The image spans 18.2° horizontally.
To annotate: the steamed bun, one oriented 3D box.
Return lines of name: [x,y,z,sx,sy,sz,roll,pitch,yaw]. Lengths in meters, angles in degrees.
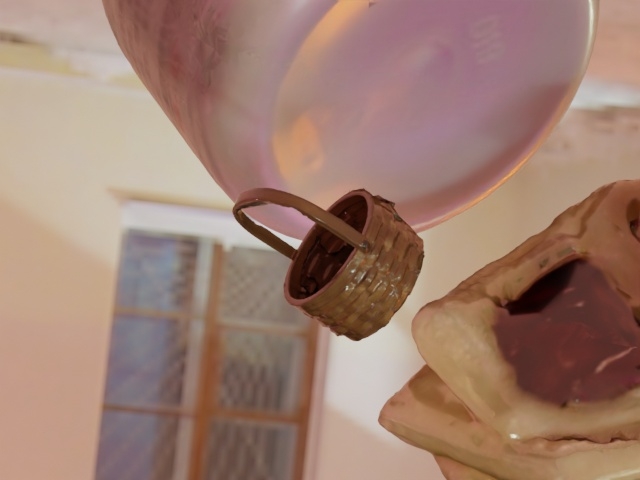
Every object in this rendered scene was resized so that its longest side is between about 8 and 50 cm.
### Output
steamed bun: [0.251,0.005,1.030,0.428,0.189,0.247,-26,-138,-24]

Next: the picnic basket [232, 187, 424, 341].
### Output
picnic basket: [0.000,0.000,0.907,0.083,0.072,0.072,33,168,-21]

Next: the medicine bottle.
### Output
medicine bottle: [-0.013,-0.179,1.208,0.256,0.256,0.325,8,-149,-39]
